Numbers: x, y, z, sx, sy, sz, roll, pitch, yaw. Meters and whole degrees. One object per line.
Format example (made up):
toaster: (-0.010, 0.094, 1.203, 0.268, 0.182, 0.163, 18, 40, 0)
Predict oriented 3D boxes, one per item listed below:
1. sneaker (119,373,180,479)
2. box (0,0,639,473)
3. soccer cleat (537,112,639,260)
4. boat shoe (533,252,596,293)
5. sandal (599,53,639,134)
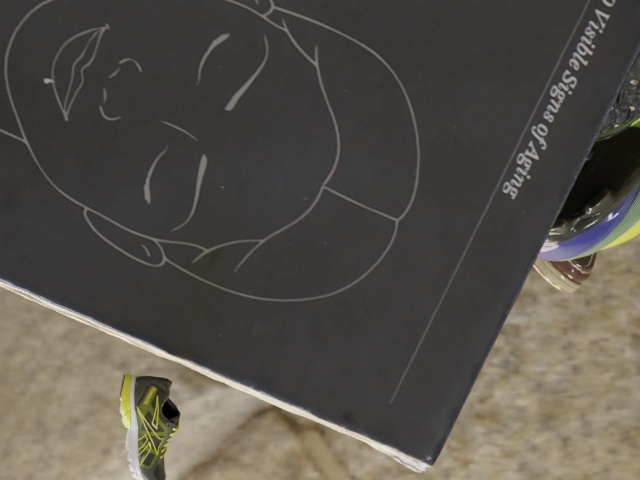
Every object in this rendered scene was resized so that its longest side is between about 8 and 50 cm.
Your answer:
sneaker: (-0.104, 0.121, 1.053, 0.035, 0.031, 0.083, -4, 121, 7)
box: (-0.054, -0.168, 1.186, 0.472, 0.297, 0.480, 25, 94, -15)
soccer cleat: (0.288, -0.064, 1.372, 0.289, 0.121, 0.093, -23, 71, 4)
boat shoe: (0.284, -0.101, 1.898, 0.123, 0.123, 0.342, -30, 39, 34)
sandal: (0.261, -0.204, 1.617, 0.167, 0.107, 0.446, -38, 53, 39)
